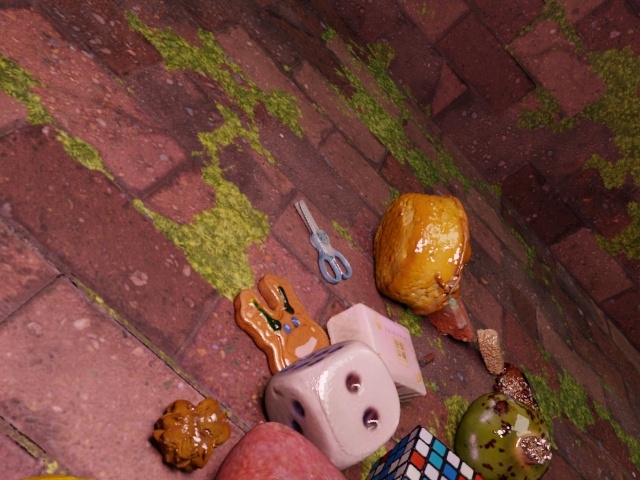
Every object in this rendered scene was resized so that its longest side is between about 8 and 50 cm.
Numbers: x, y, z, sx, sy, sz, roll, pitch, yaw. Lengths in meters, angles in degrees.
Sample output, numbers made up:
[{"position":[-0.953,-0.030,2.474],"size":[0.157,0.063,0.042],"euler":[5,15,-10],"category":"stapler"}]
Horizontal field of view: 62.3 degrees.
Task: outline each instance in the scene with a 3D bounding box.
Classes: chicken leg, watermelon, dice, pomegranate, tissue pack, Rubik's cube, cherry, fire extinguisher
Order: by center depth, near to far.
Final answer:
[{"position":[-0.059,0.432,0.821],"size":[0.261,0.221,0.307],"euler":[22,31,-47],"category":"cherry"},{"position":[0.022,0.311,1.013],"size":[0.194,0.193,0.191],"euler":[-20,87,-39],"category":"dice"},{"position":[0.193,0.519,1.039],"size":[0.187,0.184,0.182],"euler":[39,33,6],"category":"Rubik's cube"},{"position":[0.135,0.275,1.258],"size":[0.225,0.124,0.185],"euler":[33,37,-46],"category":"tissue pack"},{"position":[0.475,0.518,1.353],"size":[0.254,0.270,0.254],"euler":[6,72,-19],"category":"pomegranate"},{"position":[0.312,0.345,1.534],"size":[0.083,0.022,0.028],"euler":[-10,105,-55],"category":"fire extinguisher"},{"position":[0.412,0.230,1.689],"size":[0.256,0.140,0.193],"euler":[53,27,-17],"category":"watermelon"},{"position":[0.641,0.536,1.715],"size":[0.177,0.083,0.322],"euler":[19,43,-28],"category":"chicken leg"}]

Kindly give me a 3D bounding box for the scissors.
[{"position":[0.000,0.000,1.469],"size":[0.125,0.030,0.256],"euler":[-14,72,-57],"category":"scissors"}]

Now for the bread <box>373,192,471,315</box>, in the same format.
[{"position":[0.284,0.032,1.552],"size":[0.204,0.337,0.358],"euler":[12,43,-13],"category":"bread"}]

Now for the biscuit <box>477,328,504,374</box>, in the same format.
[{"position":[0.562,0.363,1.740],"size":[0.168,0.070,0.082],"euler":[65,30,-31],"category":"biscuit"}]

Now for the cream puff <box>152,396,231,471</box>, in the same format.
[{"position":[-0.205,0.311,0.864],"size":[0.122,0.094,0.116],"euler":[17,49,-47],"category":"cream puff"}]

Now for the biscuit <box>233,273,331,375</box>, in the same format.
[{"position":[-0.054,0.227,1.173],"size":[0.334,0.047,0.202],"euler":[56,33,4],"category":"biscuit"}]

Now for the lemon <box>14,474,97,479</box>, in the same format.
[{"position":[-0.272,0.402,0.489],"size":[0.348,0.348,0.348],"euler":[32,38,-29],"category":"lemon"}]
